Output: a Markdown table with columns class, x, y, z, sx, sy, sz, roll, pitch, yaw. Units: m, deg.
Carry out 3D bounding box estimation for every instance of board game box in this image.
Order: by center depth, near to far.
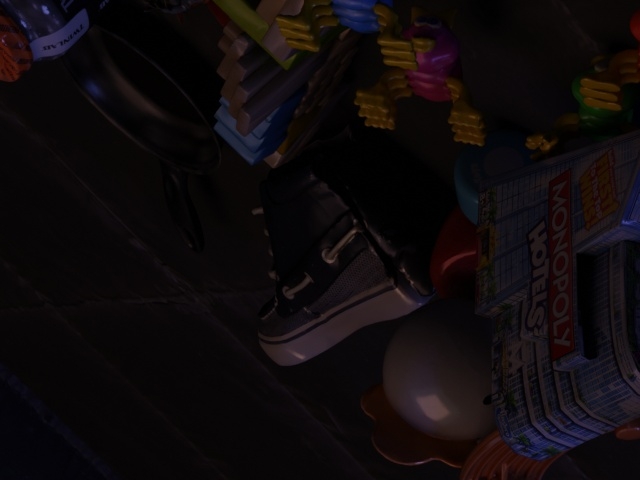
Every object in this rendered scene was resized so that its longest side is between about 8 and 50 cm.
| class | x | y | z | sx | sy | sz | roll | pitch | yaw |
| --- | --- | --- | --- | --- | --- | --- | --- | --- | --- |
| board game box | 0.173 | 0.017 | 1.168 | 0.060 | 0.194 | 0.194 | 16 | 151 | -24 |

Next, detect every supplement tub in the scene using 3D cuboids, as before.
| class | x | y | z | sx | sy | sz | roll | pitch | yaw |
| --- | --- | --- | --- | --- | --- | --- | --- | --- | --- |
| supplement tub | -0.201 | -0.216 | 1.409 | 0.117 | 0.190 | 0.117 | 34 | 158 | 15 |

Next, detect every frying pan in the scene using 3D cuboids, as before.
| class | x | y | z | sx | sy | sz | roll | pitch | yaw |
| --- | --- | --- | --- | --- | --- | --- | --- | --- | --- |
| frying pan | -0.131 | -0.095 | 1.729 | 0.197 | 0.053 | 0.326 | 15 | 150 | 48 |

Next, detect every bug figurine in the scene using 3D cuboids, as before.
| class | x | y | z | sx | sy | sz | roll | pitch | yaw |
| --- | --- | --- | --- | --- | --- | --- | --- | --- | --- |
| bug figurine | 0.120 | -0.118 | 1.166 | 0.279 | 0.072 | 0.216 | 12 | 163 | 11 |

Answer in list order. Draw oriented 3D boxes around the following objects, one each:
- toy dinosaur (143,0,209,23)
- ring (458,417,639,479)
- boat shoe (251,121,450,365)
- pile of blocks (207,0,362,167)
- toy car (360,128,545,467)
| class | x | y | z | sx | sy | sz | roll | pitch | yaw |
| --- | --- | --- | --- | --- | --- | --- | --- | --- | --- |
| toy dinosaur | -0.108 | -0.204 | 1.519 | 0.082 | 0.047 | 0.090 | 13 | 180 | 35 |
| ring | 0.267 | 0.174 | 1.333 | 0.336 | 0.032 | 0.336 | -3 | 151 | -1 |
| boat shoe | 0.000 | 0.000 | 1.628 | 0.158 | 0.127 | 0.340 | 50 | 150 | -6 |
| pile of blocks | -0.045 | -0.152 | 1.336 | 0.112 | 0.149 | 0.362 | 44 | 159 | 8 |
| toy car | 0.139 | 0.088 | 1.375 | 0.210 | 0.238 | 0.219 | 30 | 157 | 25 |
